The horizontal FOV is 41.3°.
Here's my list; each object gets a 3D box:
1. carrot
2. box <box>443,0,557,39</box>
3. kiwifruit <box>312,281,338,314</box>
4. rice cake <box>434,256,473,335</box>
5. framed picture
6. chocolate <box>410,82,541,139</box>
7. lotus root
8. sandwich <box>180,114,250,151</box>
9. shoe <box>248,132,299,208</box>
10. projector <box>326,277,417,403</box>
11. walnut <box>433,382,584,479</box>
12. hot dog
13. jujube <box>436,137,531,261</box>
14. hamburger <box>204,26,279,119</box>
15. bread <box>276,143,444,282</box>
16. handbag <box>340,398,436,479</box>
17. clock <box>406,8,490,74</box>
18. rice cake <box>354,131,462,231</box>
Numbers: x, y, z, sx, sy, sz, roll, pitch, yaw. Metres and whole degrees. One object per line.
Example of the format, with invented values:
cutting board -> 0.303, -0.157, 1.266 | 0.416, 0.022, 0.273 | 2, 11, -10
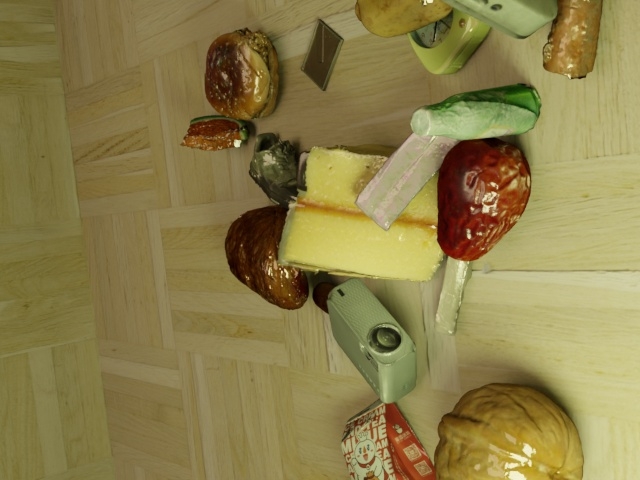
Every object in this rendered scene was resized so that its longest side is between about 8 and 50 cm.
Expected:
carrot -> 0.466, -0.422, 1.508 | 0.102, 0.101, 0.263 | 36, 132, 42
box -> 0.244, -0.579, 1.471 | 0.111, 0.395, 0.397 | -26, 55, 49
kiwifruit -> 0.029, 0.153, 2.213 | 0.124, 0.075, 0.075 | 28, 119, 48
rice cake -> 0.301, 0.089, 1.876 | 0.057, 0.052, 0.256 | 27, 118, 42
framed picture -> 0.002, -0.472, 2.166 | 0.109, 0.011, 0.149 | 49, 131, 33
chocolate -> 0.293, -0.240, 1.627 | 0.110, 0.291, 0.110 | 19, 115, 48
lotus root -> 0.169, -0.506, 1.737 | 0.284, 0.146, 0.160 | -5, 74, 55
sandwich -> -0.302, -0.303, 2.485 | 0.235, 0.159, 0.079 | 0, 121, 27
shoe -> -0.100, -0.196, 2.267 | 0.293, 0.109, 0.149 | 38, 131, 46
projector -> 0.125, 0.236, 2.026 | 0.250, 0.108, 0.198 | 51, 163, 34
walnut -> 0.367, 0.428, 1.706 | 0.313, 0.252, 0.277 | 10, 105, 60
hot dog -> -0.129, 0.044, 2.297 | 0.387, 0.174, 0.267 | -157, 60, -63
jujube -> 0.321, -0.084, 1.721 | 0.190, 0.190, 0.255 | 43, 131, 38
hamburger -> -0.212, -0.457, 2.341 | 0.286, 0.146, 0.243 | -42, 72, 45
bread -> 0.118, -0.048, 1.948 | 0.405, 0.242, 0.346 | 30, 120, 49
handbag -> 0.170, 0.539, 2.068 | 0.171, 0.151, 0.298 | -38, 61, 43
clock -> 0.251, -0.483, 1.809 | 0.170, 0.069, 0.232 | -51, 57, 44
rice cake -> 0.194, -0.154, 1.833 | 0.106, 0.050, 0.298 | 42, 120, 3
